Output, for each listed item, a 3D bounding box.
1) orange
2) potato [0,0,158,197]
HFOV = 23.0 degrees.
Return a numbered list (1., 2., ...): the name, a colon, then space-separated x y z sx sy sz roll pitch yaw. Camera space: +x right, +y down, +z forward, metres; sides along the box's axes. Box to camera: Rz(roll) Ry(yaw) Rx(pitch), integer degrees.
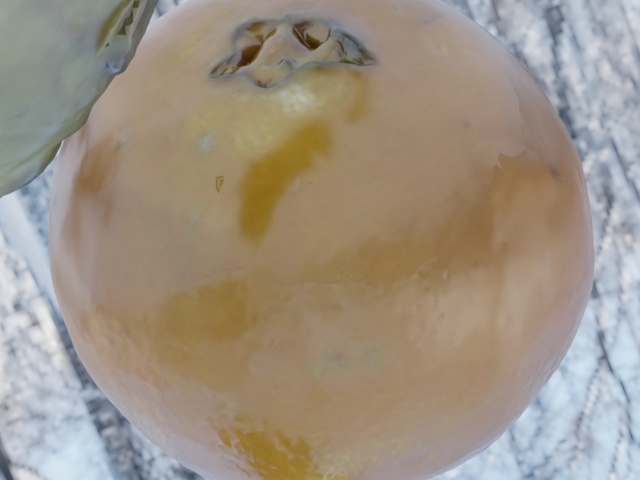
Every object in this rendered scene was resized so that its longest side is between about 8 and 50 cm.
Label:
1. orange: 0.000 0.000 0.901 0.312 0.312 0.312 -22 -169 4
2. potato: -0.061 -0.208 0.458 0.296 0.397 0.290 -7 166 -45
